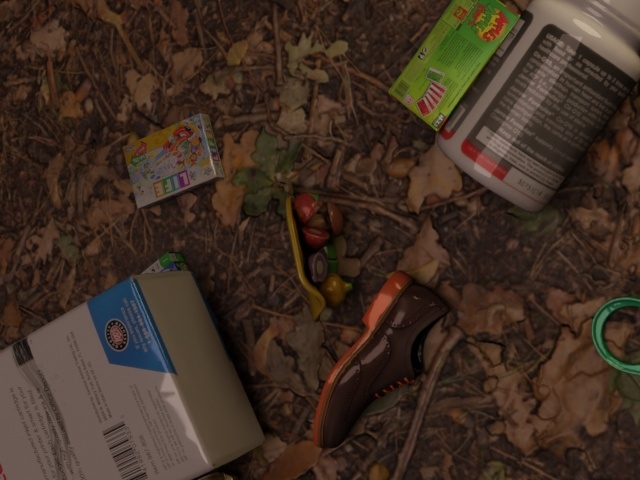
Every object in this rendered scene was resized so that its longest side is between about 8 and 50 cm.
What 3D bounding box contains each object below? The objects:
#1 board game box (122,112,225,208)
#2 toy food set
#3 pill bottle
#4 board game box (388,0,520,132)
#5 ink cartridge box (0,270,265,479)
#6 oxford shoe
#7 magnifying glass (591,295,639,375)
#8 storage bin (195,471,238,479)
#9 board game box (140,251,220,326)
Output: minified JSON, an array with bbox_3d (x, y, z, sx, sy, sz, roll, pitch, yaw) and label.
[{"bbox_3d":[-0.228,-0.121,1.538,0.154,0.026,0.103,-20,81,25],"label":"board game box"},{"bbox_3d":[0.000,0.000,1.376,0.071,0.128,0.218,-13,78,5],"label":"toy food set"},{"bbox_3d":[0.283,-0.190,1.204,0.161,0.161,0.283,40,107,22],"label":"pill bottle"},{"bbox_3d":[0.182,-0.242,1.321,0.092,0.043,0.181,42,107,21],"label":"board game box"},{"bbox_3d":[-0.323,0.255,1.465,0.395,0.166,0.285,-28,80,23],"label":"ink cartridge box"},{"bbox_3d":[0.078,0.179,1.344,0.098,0.097,0.271,31,103,18],"label":"oxford shoe"},{"bbox_3d":[0.431,0.154,1.201,0.231,0.026,0.092,39,106,21],"label":"magnifying glass"},{"bbox_3d":[-0.200,0.501,1.420,0.260,0.123,0.262,-25,77,-1],"label":"storage bin"},{"bbox_3d":[-0.265,0.128,1.549,0.201,0.035,0.136,-38,73,22],"label":"board game box"}]
